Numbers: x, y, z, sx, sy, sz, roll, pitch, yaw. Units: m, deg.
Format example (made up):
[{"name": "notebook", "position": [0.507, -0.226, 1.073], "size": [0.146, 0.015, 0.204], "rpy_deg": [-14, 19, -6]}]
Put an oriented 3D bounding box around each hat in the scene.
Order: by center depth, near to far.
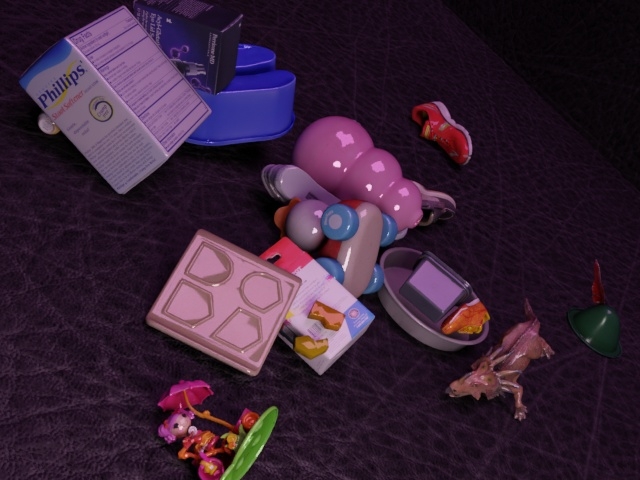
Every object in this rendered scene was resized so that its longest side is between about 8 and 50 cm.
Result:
[{"name": "hat", "position": [0.772, 0.185, 2.268], "size": [0.209, 0.183, 0.173], "rpy_deg": [9, 39, -38]}]

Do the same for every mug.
[{"name": "mug", "position": [-0.514, -0.240, 1.683], "size": [0.078, 0.062, 0.064], "rpy_deg": [-1, 36, 15]}]

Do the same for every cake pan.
[{"name": "cake pan", "position": [0.243, 0.136, 1.931], "size": [0.293, 0.054, 0.293], "rpy_deg": [26, 31, -17]}]

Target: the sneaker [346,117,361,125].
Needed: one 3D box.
[{"name": "sneaker", "position": [0.044, -0.244, 2.217], "size": [0.115, 0.105, 0.281], "rpy_deg": [25, 32, -18]}]

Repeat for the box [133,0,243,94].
[{"name": "box", "position": [-0.282, -0.421, 1.813], "size": [0.207, 0.153, 0.108], "rpy_deg": [19, 38, 10]}]

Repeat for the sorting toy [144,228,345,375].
[{"name": "sorting toy", "position": [-0.123, 0.128, 1.504], "size": [0.307, 0.041, 0.229], "rpy_deg": [27, 52, -1]}]

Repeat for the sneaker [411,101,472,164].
[{"name": "sneaker", "position": [0.376, -0.333, 2.722], "size": [0.118, 0.107, 0.279], "rpy_deg": [-9, 46, -27]}]

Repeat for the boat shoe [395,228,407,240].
[{"name": "boat shoe", "position": [0.156, -0.064, 2.103], "size": [0.083, 0.075, 0.226], "rpy_deg": [-6, 42, -11]}]

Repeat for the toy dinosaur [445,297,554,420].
[{"name": "toy dinosaur", "position": [0.393, 0.236, 1.779], "size": [0.127, 0.295, 0.200], "rpy_deg": [24, -20, 30]}]

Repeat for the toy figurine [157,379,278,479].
[{"name": "toy figurine", "position": [-0.175, 0.281, 1.274], "size": [0.159, 0.130, 0.173], "rpy_deg": [28, 52, 14]}]

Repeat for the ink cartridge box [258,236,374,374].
[{"name": "ink cartridge box", "position": [-0.032, 0.118, 1.602], "size": [0.231, 0.078, 0.134], "rpy_deg": [43, 57, 12]}]

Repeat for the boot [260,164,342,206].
[{"name": "boot", "position": [-0.024, -0.083, 1.933], "size": [0.258, 0.095, 0.123], "rpy_deg": [46, -11, -28]}]

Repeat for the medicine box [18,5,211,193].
[{"name": "medicine box", "position": [-0.394, -0.283, 1.703], "size": [0.289, 0.149, 0.263], "rpy_deg": [50, 27, -14]}]

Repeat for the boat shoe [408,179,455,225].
[{"name": "boat shoe", "position": [0.264, -0.081, 2.229], "size": [0.285, 0.103, 0.092], "rpy_deg": [18, 62, -54]}]

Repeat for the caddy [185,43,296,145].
[{"name": "caddy", "position": [-0.217, -0.321, 1.978], "size": [0.341, 0.179, 0.241], "rpy_deg": [-9, 42, -27]}]

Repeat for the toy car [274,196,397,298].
[{"name": "toy car", "position": [0.000, 0.000, 1.800], "size": [0.238, 0.210, 0.219], "rpy_deg": [18, 6, 30]}]

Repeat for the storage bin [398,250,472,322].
[{"name": "storage bin", "position": [0.234, 0.108, 1.830], "size": [0.135, 0.098, 0.091], "rpy_deg": [42, 58, 9]}]

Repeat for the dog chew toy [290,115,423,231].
[{"name": "dog chew toy", "position": [0.093, -0.140, 1.987], "size": [0.332, 0.206, 0.207], "rpy_deg": [37, 29, 15]}]

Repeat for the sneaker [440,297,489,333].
[{"name": "sneaker", "position": [0.315, 0.171, 1.840], "size": [0.175, 0.064, 0.067], "rpy_deg": [-17, 69, -51]}]
